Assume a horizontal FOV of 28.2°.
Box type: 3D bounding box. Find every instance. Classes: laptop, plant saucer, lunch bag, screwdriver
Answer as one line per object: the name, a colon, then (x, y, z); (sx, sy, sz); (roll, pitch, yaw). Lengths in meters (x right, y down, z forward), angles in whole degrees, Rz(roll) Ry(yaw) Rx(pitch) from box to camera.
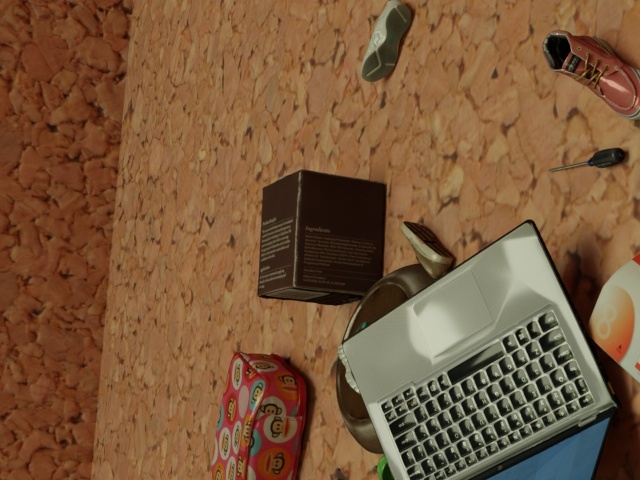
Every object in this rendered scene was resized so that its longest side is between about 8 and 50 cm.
laptop: (0.147, 0.242, 1.581); (0.382, 0.236, 0.408); (-37, 67, 39)
plant saucer: (0.103, 0.180, 2.013); (0.310, 0.050, 0.311); (-46, 35, 46)
lunch bag: (-0.131, 0.366, 2.443); (0.258, 0.120, 0.293); (-148, 67, -64)
screwdriver: (0.347, -0.101, 1.666); (0.170, 0.025, 0.024); (165, 110, -73)

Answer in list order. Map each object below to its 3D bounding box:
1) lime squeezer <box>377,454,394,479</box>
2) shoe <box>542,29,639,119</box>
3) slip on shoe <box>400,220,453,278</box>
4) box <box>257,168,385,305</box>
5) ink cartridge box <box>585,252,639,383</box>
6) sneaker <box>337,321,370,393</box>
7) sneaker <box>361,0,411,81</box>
lime squeezer: (0.136, 0.388, 1.957); (0.109, 0.059, 0.311); (-8, 72, 34)
shoe: (0.347, -0.210, 1.609); (0.178, 0.081, 0.064); (-117, 41, -51)
slip on shoe: (0.162, 0.013, 1.993); (0.135, 0.051, 0.041); (47, 123, 50)
box: (0.000, 0.000, 2.204); (0.168, 0.167, 0.203); (163, 112, -64)
ink cartridge box: (0.389, 0.067, 1.487); (0.145, 0.045, 0.179); (-129, 49, -57)
sneaker: (0.075, 0.182, 1.939); (0.076, 0.065, 0.166); (-58, 29, 18)
sneaker: (0.112, -0.346, 2.206); (0.061, 0.053, 0.152); (-108, 40, -59)
